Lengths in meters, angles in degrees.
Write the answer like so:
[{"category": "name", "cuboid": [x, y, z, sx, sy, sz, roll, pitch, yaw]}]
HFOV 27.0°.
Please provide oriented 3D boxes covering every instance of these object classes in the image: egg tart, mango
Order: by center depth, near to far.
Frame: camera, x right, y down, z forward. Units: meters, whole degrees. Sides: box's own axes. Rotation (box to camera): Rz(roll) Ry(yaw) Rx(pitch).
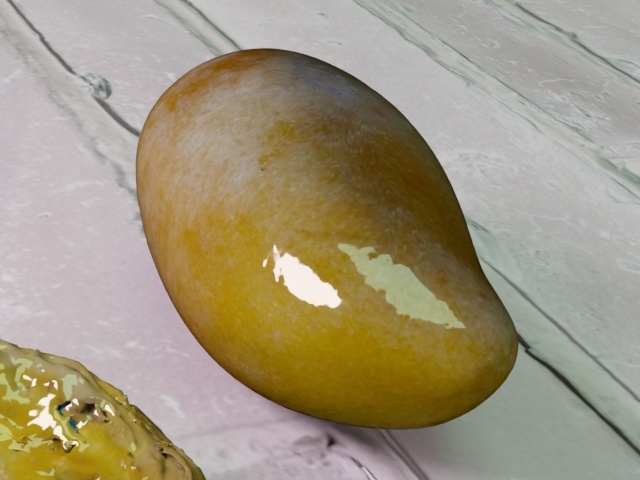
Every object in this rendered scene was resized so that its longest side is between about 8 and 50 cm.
[{"category": "egg tart", "cuboid": [-0.192, 0.155, 0.680, 0.291, 0.107, 0.291, 14, 26, -7]}, {"category": "mango", "cuboid": [0.000, 0.000, 0.932, 0.221, 0.199, 0.384, -6, 34, -33]}]
